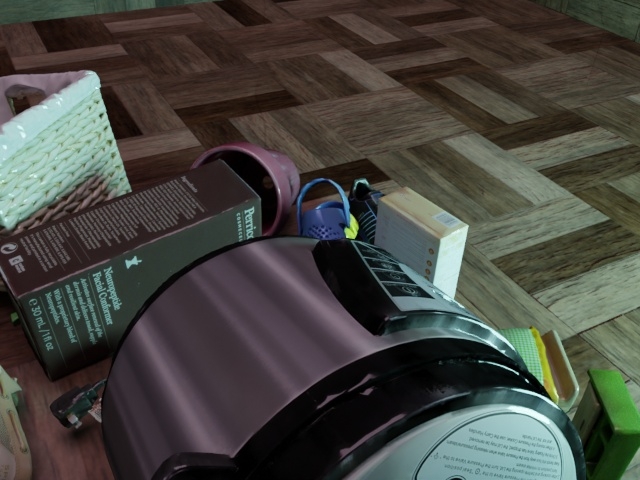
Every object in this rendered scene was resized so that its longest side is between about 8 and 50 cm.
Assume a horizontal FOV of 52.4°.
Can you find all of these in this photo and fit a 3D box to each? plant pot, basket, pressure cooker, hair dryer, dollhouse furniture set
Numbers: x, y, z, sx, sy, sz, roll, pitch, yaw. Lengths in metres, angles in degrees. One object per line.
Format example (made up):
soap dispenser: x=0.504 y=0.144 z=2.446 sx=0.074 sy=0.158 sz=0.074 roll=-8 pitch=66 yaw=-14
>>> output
plant pot: x=-0.131 y=-0.099 z=1.256 sx=0.201 sy=0.202 sz=0.180 roll=15 pitch=22 yaw=16
basket: x=-0.553 y=-0.102 z=1.108 sx=0.328 sy=0.267 sz=0.331 roll=0 pitch=33 yaw=19
pressure cooker: x=0.024 y=0.221 z=0.589 sx=0.369 sy=0.376 sz=0.420 roll=-24 pitch=29 yaw=-19
hair dryer: x=-0.198 y=0.224 z=0.917 sx=0.223 sy=0.080 sz=0.293 roll=37 pitch=51 yaw=16
dollhouse furniture set: x=0.275 y=0.188 z=0.902 sx=0.197 sy=0.151 sz=0.302 roll=2 pitch=36 yaw=-1

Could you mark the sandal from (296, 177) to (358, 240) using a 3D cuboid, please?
sandal: x=0.000 y=0.000 z=1.145 sx=0.126 sy=0.138 sz=0.317 roll=-11 pitch=34 yaw=7

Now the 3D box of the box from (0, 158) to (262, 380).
box: x=-0.282 y=0.038 z=1.021 sx=0.381 sy=0.191 sz=0.143 roll=-27 pitch=50 yaw=-27

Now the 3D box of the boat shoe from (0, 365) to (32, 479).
boat shoe: x=-0.462 y=0.217 z=0.875 sx=0.098 sy=0.109 sz=0.302 roll=25 pitch=13 yaw=-46

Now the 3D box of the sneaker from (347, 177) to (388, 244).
sneaker: x=0.121 y=-0.035 z=1.253 sx=0.081 sy=0.091 sz=0.232 roll=-18 pitch=40 yaw=-26

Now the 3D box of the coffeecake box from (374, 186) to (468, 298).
coffeecake box: x=0.159 y=0.028 z=1.087 sx=0.068 sy=0.186 sz=0.142 roll=-23 pitch=44 yaw=-31

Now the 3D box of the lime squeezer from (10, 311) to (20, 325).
lime squeezer: x=-0.379 y=0.053 z=1.132 sx=0.310 sy=0.059 sz=0.110 roll=-14 pitch=39 yaw=-23
